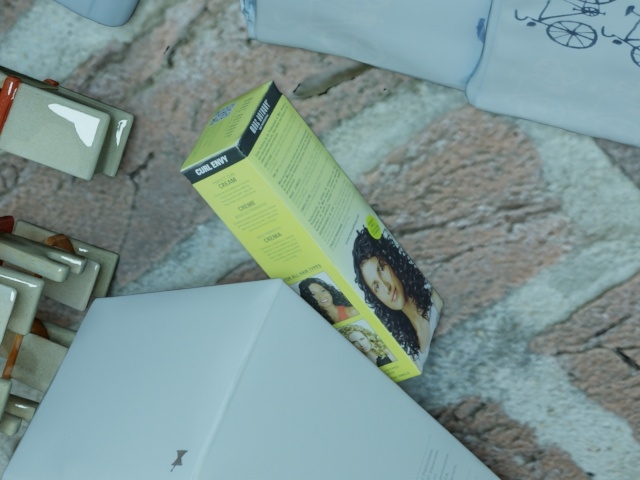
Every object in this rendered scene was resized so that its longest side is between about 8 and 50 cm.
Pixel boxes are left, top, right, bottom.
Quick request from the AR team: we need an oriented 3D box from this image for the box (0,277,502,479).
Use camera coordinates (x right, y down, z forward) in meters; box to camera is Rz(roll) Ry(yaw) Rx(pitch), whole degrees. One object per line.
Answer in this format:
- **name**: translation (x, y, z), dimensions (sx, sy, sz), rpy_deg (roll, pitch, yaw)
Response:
- **box**: translation (-0.028, 0.199, 1.036), dimensions (0.215, 0.168, 0.345), rpy_deg (-7, 139, 43)

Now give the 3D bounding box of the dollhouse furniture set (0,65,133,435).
- **dollhouse furniture set**: translation (-0.244, 0.006, 0.990), dimensions (0.135, 0.262, 0.259), rpy_deg (19, 97, 4)

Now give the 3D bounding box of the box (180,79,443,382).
- **box**: translation (0.000, 0.000, 0.998), dimensions (0.058, 0.087, 0.232), rpy_deg (-23, 119, 34)

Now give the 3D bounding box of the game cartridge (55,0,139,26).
- **game cartridge**: translation (-0.218, -0.285, 0.862), dimensions (0.297, 0.062, 0.198), rpy_deg (30, 134, -7)

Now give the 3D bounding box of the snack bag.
- **snack bag**: translation (0.105, -0.144, 0.774), dimensions (0.343, 0.037, 0.323), rpy_deg (16, 164, 5)
